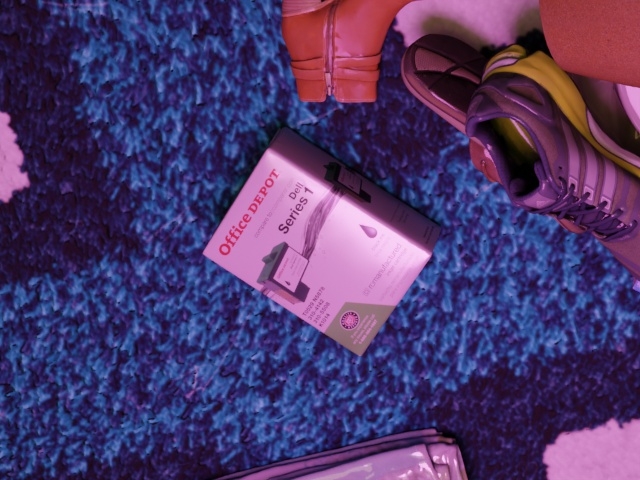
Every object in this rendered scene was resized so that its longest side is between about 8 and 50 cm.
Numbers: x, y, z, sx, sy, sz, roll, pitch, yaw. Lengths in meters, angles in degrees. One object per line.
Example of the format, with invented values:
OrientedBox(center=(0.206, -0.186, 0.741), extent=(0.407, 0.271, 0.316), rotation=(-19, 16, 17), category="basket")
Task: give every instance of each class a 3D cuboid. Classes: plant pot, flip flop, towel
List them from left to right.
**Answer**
OrientedBox(center=(0.036, 0.414, 1.837), extent=(0.374, 0.090, 0.320), rotation=(-16, 106, 18), category="towel")
OrientedBox(center=(0.192, -0.111, 1.602), extent=(0.277, 0.112, 0.080), rotation=(36, 145, -9), category="flip flop")
OrientedBox(center=(0.338, -0.227, 1.357), extent=(0.254, 0.237, 0.237), rotation=(-4, 110, 29), category="plant pot")

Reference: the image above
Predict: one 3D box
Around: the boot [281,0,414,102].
OrientedBox(center=(0.053, -0.223, 1.602), extent=(0.197, 0.073, 0.152), rotation=(3, 110, 24), category="boot")

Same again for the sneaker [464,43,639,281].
OrientedBox(center=(0.253, -0.053, 1.497), extent=(0.300, 0.121, 0.111), rotation=(45, 141, -1), category="sneaker")

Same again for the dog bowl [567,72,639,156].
OrientedBox(center=(0.427, -0.191, 1.512), extent=(0.349, 0.102, 0.349), rotation=(4, 111, 10), category="dog bowl")

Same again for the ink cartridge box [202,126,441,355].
OrientedBox(center=(0.000, 0.000, 1.684), extent=(0.219, 0.092, 0.160), rotation=(32, 113, -1), category="ink cartridge box")

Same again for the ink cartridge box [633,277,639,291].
OrientedBox(center=(0.430, 0.048, 1.600), extent=(0.180, 0.104, 0.060), rotation=(25, 114, 3), category="ink cartridge box")
